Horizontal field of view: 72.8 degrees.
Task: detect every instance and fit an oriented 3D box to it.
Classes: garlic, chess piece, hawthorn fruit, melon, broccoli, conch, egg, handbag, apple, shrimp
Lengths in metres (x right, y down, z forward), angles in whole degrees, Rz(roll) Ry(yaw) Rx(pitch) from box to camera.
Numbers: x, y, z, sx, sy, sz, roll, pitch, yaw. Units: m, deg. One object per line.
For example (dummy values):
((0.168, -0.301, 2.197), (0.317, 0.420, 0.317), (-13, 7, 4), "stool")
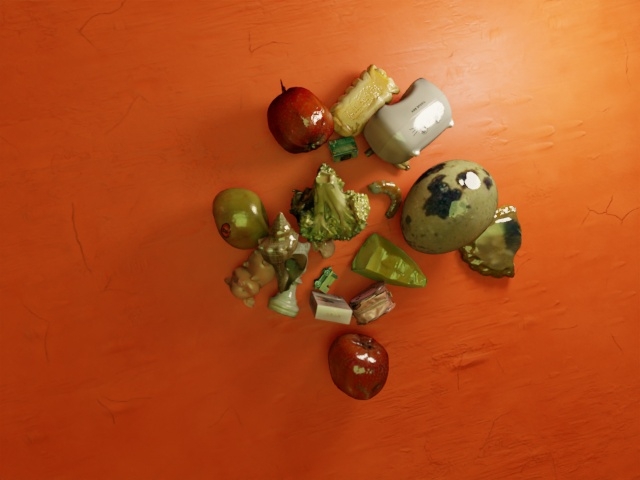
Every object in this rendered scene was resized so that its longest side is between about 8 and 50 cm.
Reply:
((0.005, -0.004, 1.881), (0.124, 0.099, 0.175), (-20, 104, -20), "garlic")
((-0.124, 0.187, 1.889), (0.139, 0.139, 0.272), (21, 84, -9), "chess piece")
((-0.090, -0.502, 1.718), (0.253, 0.254, 0.301), (-20, 89, -3), "hawthorn fruit")
((0.314, 0.121, 1.916), (0.323, 0.124, 0.196), (27, 100, -16), "melon")
((0.027, -0.143, 1.717), (0.293, 0.347, 0.281), (-40, 142, -21), "broccoli")
((0.169, 0.559, 1.903), (0.275, 0.275, 0.300), (-8, 110, -5), "hawthorn fruit")
((-0.140, 0.043, 1.717), (0.203, 0.170, 0.386), (-3, 142, 0), "conch")
((0.517, -0.132, 1.786), (0.428, 0.345, 0.345), (-42, 101, 17), "egg")
((0.223, 0.275, 1.903), (0.205, 0.179, 0.117), (-30, 93, 8), "handbag")
((-0.316, -0.093, 1.750), (0.193, 0.261, 0.261), (-17, 101, 5), "apple")
((0.276, -0.179, 1.905), (0.160, 0.049, 0.166), (4, 106, -8), "shrimp")

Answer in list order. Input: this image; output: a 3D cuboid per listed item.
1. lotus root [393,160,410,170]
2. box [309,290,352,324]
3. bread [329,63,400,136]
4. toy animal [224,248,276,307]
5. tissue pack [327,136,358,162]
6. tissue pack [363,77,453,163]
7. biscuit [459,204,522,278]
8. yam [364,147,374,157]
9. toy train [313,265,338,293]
((0.330, -0.360, 1.869), (0.073, 0.062, 0.150), (-38, 100, 24), "lotus root")
((0.038, 0.283, 1.852), (0.149, 0.233, 0.067), (14, 95, -9), "box")
((0.165, -0.564, 1.788), (0.311, 0.121, 0.173), (-45, 96, 2), "bread")
((-0.287, 0.145, 1.839), (0.250, 0.154, 0.166), (-45, 62, 13), "toy animal")
((0.095, -0.379, 1.837), (0.110, 0.079, 0.085), (-16, 65, -5), "tissue pack")
((0.360, -0.461, 1.743), (0.333, 0.229, 0.236), (-40, 87, -16), "tissue pack")
((0.807, 0.023, 1.977), (0.329, 0.078, 0.335), (-39, 99, 5), "biscuit")
((0.254, -0.410, 1.868), (0.145, 0.032, 0.032), (-38, 101, 1), "yam")
((0.022, 0.175, 1.928), (0.081, 0.050, 0.122), (37, 93, -15), "toy train")
